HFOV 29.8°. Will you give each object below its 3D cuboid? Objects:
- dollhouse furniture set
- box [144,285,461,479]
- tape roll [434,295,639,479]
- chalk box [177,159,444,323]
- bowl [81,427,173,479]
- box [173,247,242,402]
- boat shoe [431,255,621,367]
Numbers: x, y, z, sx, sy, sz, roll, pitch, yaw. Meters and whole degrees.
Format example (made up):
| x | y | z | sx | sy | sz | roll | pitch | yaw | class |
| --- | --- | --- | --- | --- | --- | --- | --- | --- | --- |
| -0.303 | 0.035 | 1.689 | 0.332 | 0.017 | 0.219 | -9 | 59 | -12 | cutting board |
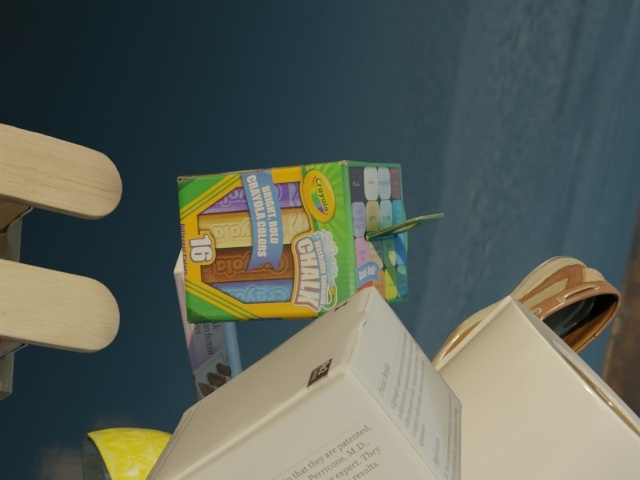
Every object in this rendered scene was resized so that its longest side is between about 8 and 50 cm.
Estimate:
| x | y | z | sx | sy | sz | roll | pitch | yaw | class |
| --- | --- | --- | --- | --- | --- | --- | --- | --- | --- |
| -0.299 | 0.146 | 1.171 | 0.256 | 0.362 | 0.394 | 15 | 60 | -36 | dollhouse furniture set |
| -0.009 | 0.145 | 0.807 | 0.182 | 0.119 | 0.181 | -35 | -173 | 14 | box |
| 0.200 | 0.196 | 1.091 | 0.169 | 0.246 | 0.246 | -46 | 168 | 8 | tape roll |
| 0.000 | 0.000 | 1.433 | 0.180 | 0.289 | 0.179 | -6 | 93 | -65 | chalk box |
| -0.118 | 0.305 | 1.162 | 0.289 | 0.156 | 0.289 | 166 | -90 | -71 | bowl |
| -0.157 | 0.156 | 1.758 | 0.067 | 0.063 | 0.324 | -83 | 170 | -53 | box |
| 0.261 | 0.143 | 1.563 | 0.324 | 0.116 | 0.123 | -43 | 124 | -16 | boat shoe |
